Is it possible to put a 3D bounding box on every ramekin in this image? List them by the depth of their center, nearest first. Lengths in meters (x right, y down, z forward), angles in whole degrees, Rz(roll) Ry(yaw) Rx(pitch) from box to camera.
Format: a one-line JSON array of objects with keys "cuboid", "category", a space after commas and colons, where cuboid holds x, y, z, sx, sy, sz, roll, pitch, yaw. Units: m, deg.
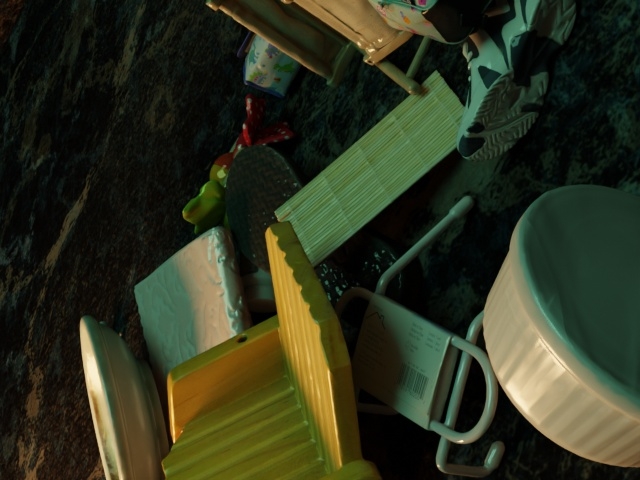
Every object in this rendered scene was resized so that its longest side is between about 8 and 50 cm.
[{"cuboid": [0.278, 0.088, 1.054, 0.127, 0.272, 0.273, 119, 147, -43], "category": "ramekin"}]

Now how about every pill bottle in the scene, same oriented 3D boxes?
[{"cuboid": [-0.092, 0.041, 1.799, 0.078, 0.078, 0.137, -29, 53, 49], "category": "pill bottle"}]

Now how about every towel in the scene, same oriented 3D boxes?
[{"cuboid": [-0.191, 0.181, 1.826, 0.317, 0.053, 0.332, -32, 69, 53], "category": "towel"}]

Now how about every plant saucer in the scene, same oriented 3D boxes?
[{"cuboid": [-0.333, 0.319, 1.957, 0.400, 0.100, 0.401, 168, 90, -73], "category": "plant saucer"}]

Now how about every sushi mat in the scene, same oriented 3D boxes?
[{"cuboid": [0.071, -0.095, 1.555, 0.316, 0.019, 0.151, -41, 42, 10], "category": "sushi mat"}]

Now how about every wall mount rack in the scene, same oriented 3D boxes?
[{"cuboid": [0.156, 0.102, 1.361, 0.350, 0.130, 0.304, 26, 103, 57], "category": "wall mount rack"}]

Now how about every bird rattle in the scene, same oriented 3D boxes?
[{"cuboid": [-0.149, -0.123, 1.921, 0.207, 0.143, 0.254, 180, 106, -74], "category": "bird rattle"}]

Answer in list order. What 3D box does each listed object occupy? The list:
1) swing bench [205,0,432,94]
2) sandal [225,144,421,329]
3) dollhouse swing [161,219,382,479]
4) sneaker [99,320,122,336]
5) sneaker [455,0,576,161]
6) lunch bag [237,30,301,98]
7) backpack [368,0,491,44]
[{"cuboid": [0.017, -0.343, 1.604, 0.254, 0.253, 0.165, 18, 80, 59], "category": "swing bench"}, {"cuboid": [0.000, 0.003, 1.675, 0.446, 0.107, 0.168, 41, 111, 42], "category": "sandal"}, {"cuboid": [-0.100, 0.204, 1.425, 0.315, 0.305, 0.347, -26, 37, -1], "category": "dollhouse swing"}, {"cuboid": [-0.424, 0.199, 2.289, 0.069, 0.038, 0.098, -41, 55, 39], "category": "sneaker"}, {"cuboid": [0.213, -0.221, 1.426, 0.153, 0.094, 0.235, 34, 106, 58], "category": "sneaker"}, {"cuboid": [-0.077, -0.342, 1.930, 0.129, 0.096, 0.151, -57, 22, 31], "category": "lunch bag"}, {"cuboid": [0.133, -0.346, 1.409, 0.166, 0.144, 0.188, -57, 32, -5], "category": "backpack"}]
